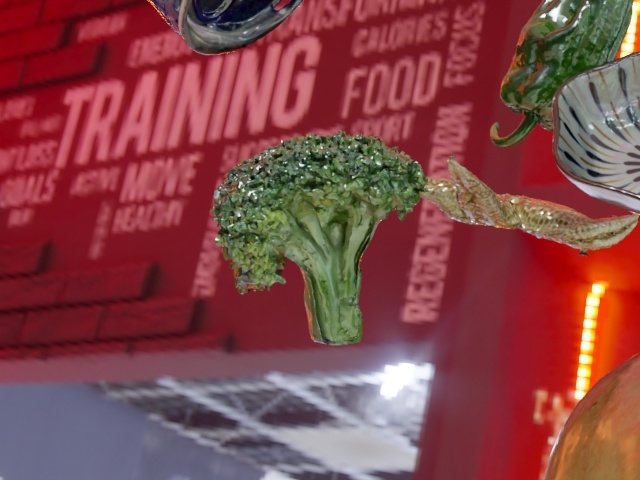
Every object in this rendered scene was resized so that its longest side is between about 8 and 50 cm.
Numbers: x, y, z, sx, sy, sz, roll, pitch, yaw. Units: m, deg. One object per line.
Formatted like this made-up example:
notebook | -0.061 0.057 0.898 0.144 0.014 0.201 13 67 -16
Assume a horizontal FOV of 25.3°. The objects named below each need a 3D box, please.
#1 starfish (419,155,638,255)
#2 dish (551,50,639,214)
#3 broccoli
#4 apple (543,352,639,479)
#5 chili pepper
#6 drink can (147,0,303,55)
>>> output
starfish | 0.177 -0.036 1.352 0.235 0.062 0.277 17 6 43
dish | 0.266 -0.067 1.098 0.190 0.191 0.066 5 -44 14
broccoli | 0.000 0.000 1.260 0.219 0.194 0.194 -14 0 -43
apple | 0.294 0.199 0.823 0.338 0.305 0.338 -8 -14 -2
chili pepper | 0.214 -0.196 1.204 0.100 0.257 0.074 16 -12 33
drink can | -0.101 -0.206 0.731 0.235 0.097 0.097 49 -10 21
